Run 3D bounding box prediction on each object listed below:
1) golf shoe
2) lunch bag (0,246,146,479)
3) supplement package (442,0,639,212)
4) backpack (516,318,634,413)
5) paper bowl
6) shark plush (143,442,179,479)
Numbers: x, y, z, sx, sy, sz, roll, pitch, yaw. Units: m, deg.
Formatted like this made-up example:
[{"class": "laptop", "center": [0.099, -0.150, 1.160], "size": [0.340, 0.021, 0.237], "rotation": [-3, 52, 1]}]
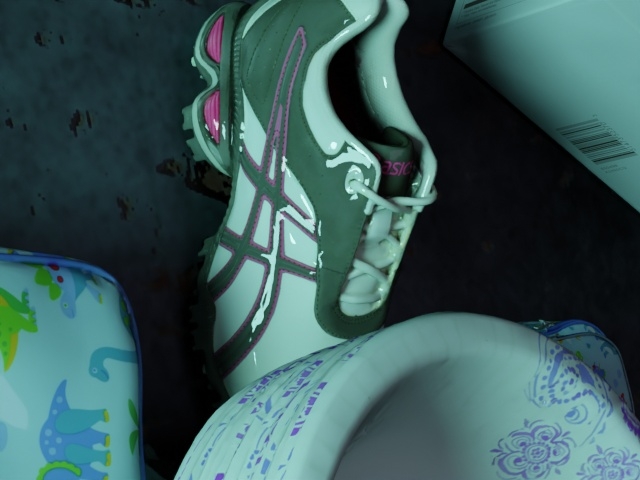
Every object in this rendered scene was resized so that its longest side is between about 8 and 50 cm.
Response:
[{"class": "golf shoe", "center": [0.000, 0.000, 0.892], "size": [0.105, 0.120, 0.273], "rotation": [-4, 84, -45]}, {"class": "lunch bag", "center": [-0.163, 0.109, 0.731], "size": [0.176, 0.090, 0.219], "rotation": [6, 76, -43]}, {"class": "supplement package", "center": [0.247, -0.132, 1.093], "size": [0.262, 0.204, 0.145], "rotation": [36, 59, -32]}, {"class": "backpack", "center": [0.136, 0.097, 1.019], "size": [0.114, 0.084, 0.105], "rotation": [-14, 93, -47]}, {"class": "paper bowl", "center": [0.043, 0.184, 0.772], "size": [0.284, 0.148, 0.284], "rotation": [17, 63, -37]}, {"class": "shark plush", "center": [-0.045, 0.173, 0.856], "size": [0.067, 0.073, 0.161], "rotation": [-33, 112, -10]}]
